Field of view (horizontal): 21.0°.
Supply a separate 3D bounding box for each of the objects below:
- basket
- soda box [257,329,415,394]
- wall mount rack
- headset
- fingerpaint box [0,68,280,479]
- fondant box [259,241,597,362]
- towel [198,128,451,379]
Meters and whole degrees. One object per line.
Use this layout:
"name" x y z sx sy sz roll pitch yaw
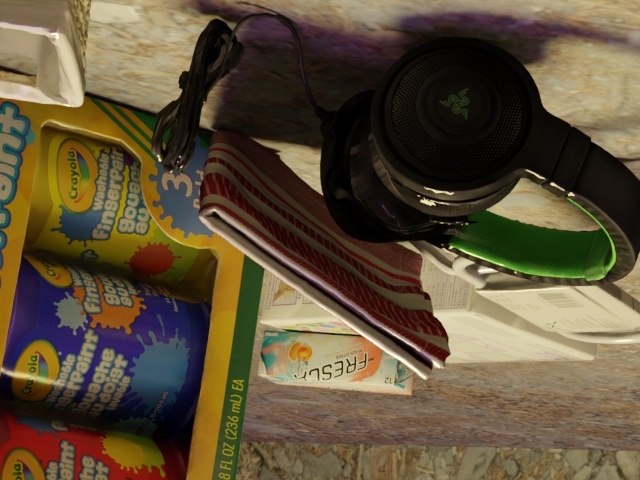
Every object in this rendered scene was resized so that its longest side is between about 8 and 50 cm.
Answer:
"basket" -0.220 -0.172 1.216 0.113 0.103 0.167 8 167 -1
"soda box" 0.021 0.146 2.070 0.183 0.058 0.063 2 165 25
"wall mount rack" 0.196 0.010 1.693 0.304 0.130 0.350 -4 162 30
"headset" 0.069 -0.051 1.368 0.394 0.185 0.243 29 161 -12
"fingerpaint box" -0.255 0.092 1.592 0.371 0.444 0.163 16 163 -28
"fondant box" 0.129 0.077 2.043 0.330 0.096 0.238 -6 160 43
"towel" 0.000 0.000 1.489 0.237 0.037 0.329 34 -170 -9
